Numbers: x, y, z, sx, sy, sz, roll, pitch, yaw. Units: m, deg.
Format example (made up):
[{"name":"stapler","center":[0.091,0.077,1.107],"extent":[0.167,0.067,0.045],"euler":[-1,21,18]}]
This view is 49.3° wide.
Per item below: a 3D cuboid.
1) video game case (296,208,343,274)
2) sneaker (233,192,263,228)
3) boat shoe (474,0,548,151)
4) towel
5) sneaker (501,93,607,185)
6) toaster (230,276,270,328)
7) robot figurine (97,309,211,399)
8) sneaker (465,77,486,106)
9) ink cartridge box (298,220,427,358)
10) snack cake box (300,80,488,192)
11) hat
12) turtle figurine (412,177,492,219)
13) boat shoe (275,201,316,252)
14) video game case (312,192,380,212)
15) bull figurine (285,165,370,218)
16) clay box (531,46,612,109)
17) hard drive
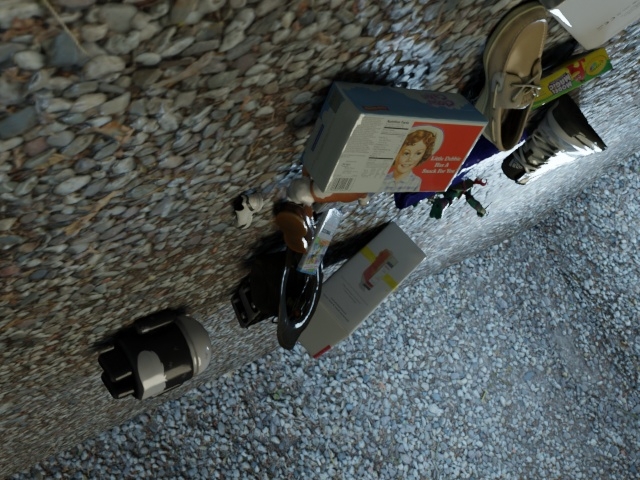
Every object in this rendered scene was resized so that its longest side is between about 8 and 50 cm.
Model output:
[{"name":"video game case","center":[0.000,0.000,1.640],"extent":[0.166,0.015,0.119],"euler":[-65,164,1]},{"name":"sneaker","center":[-0.145,-0.056,1.296],"extent":[0.044,0.040,0.109],"euler":[-2,151,-29]},{"name":"boat shoe","center":[0.343,-0.276,1.218],"extent":[0.109,0.098,0.302],"euler":[-21,150,-14]},{"name":"towel","center":[0.330,-0.189,1.705],"extent":[0.308,0.076,0.227],"euler":[-25,174,-16]},{"name":"sneaker","center":[0.604,-0.234,1.860],"extent":[0.257,0.169,0.447],"euler":[-35,168,20]},{"name":"toaster","center":[-0.135,0.145,1.903],"extent":[0.186,0.110,0.168],"euler":[-19,164,-36]},{"name":"robot figurine","center":[-0.414,0.294,1.770],"extent":[0.278,0.173,0.209],"euler":[-20,167,-30]},{"name":"sneaker","center":[0.299,-0.275,1.348],"extent":[0.162,0.063,0.073],"euler":[-43,151,23]},{"name":"ink cartridge box","center":[0.102,0.149,2.102],"extent":[0.385,0.160,0.279],"euler":[-40,175,-32]},{"name":"snack cake box","center":[0.118,-0.159,1.112],"extent":[0.264,0.089,0.152],"euler":[-3,134,-34]},{"name":"hat","center":[-0.095,0.099,1.717],"extent":[0.134,0.331,0.331],"euler":[14,179,17]},{"name":"turtle figurine","center":[0.363,-0.124,1.921],"extent":[0.234,0.118,0.175],"euler":[-15,-158,-40]},{"name":"boat shoe","center":[-0.047,-0.041,1.488],"extent":[0.207,0.073,0.073],"euler":[89,26,-71]},{"name":"video game case","center":[0.103,-0.131,1.540],"extent":[0.201,0.023,0.183],"euler":[-17,162,-41]},{"name":"bull figurine","center":[0.084,-0.140,1.296],"extent":[0.310,0.101,0.188],"euler":[-32,169,20]},{"name":"clay box","center":[0.458,-0.315,1.418],"extent":[0.222,0.053,0.127],"euler":[-28,-170,-4]},{"name":"hard drive","center":[0.515,-0.436,1.177],"extent":[0.233,0.047,0.353],"euler":[-35,166,27]}]
